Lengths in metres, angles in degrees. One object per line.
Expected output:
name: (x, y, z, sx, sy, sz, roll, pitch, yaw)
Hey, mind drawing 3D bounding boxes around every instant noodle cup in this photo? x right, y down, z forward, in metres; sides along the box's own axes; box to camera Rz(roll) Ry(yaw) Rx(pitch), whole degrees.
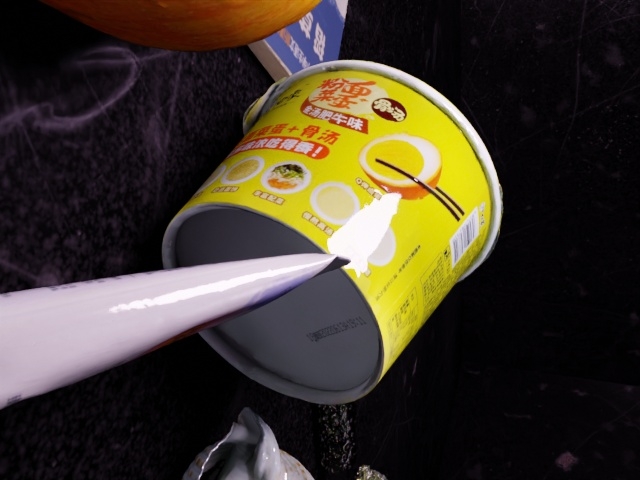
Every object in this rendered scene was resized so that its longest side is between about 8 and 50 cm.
instant noodle cup: (0.000, 0.000, 0.583, 0.221, 0.312, 0.311, -50, 140, -43)

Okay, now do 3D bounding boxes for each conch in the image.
conch: (-0.083, 0.284, 0.611, 0.172, 0.131, 0.199, -18, 83, -43)

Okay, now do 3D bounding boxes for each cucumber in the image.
cucumber: (0.020, 0.257, 0.970, 0.072, 0.072, 0.299, -48, 137, -59)

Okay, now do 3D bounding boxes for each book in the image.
book: (-0.018, -0.408, 0.760, 0.300, 0.039, 0.427, 35, 62, -67)

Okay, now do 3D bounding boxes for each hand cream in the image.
hand cream: (-0.135, 0.055, 0.338, 0.341, 0.124, 0.077, -8, 75, -42)

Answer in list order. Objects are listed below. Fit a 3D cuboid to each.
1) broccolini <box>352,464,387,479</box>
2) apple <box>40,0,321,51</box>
broccolini: (0.037, 0.617, 1.134, 0.392, 0.079, 0.073, -51, 152, -46)
apple: (-0.071, -0.257, 0.323, 0.301, 0.302, 0.301, 5, 90, -70)
